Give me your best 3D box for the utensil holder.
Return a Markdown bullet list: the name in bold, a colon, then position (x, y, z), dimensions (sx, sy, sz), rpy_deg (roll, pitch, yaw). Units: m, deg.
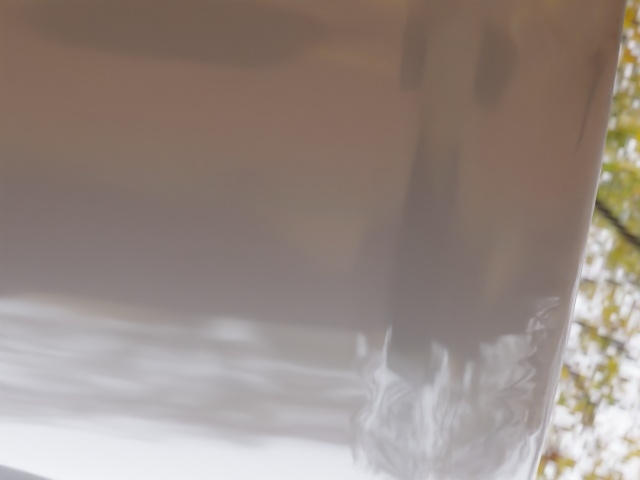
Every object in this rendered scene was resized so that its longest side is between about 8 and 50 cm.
- **utensil holder**: position (-0.119, -0.084, 0.527), dimensions (0.385, 0.327, 0.327), rpy_deg (6, -132, 2)
